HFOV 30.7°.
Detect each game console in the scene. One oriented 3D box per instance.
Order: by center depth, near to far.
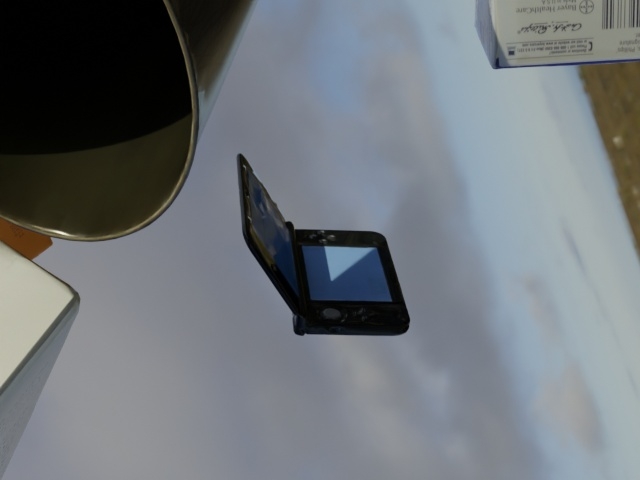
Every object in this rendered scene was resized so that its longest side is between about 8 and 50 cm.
[{"bbox_3d":[0.000,0.000,0.743,0.122,0.107,0.071,-100,14,-60],"label":"game console"}]

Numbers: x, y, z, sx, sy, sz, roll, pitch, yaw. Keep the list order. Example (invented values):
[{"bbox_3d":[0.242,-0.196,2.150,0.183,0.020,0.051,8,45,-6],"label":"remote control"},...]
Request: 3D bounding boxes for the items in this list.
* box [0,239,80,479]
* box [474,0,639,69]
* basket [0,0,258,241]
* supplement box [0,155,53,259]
[{"bbox_3d":[-0.245,0.088,0.403,0.215,0.345,0.168,35,-126,-3],"label":"box"},{"bbox_3d":[0.162,-0.157,0.720,0.137,0.126,0.072,-82,-11,-68],"label":"box"},{"bbox_3d":[-0.088,-0.150,0.518,0.204,0.154,0.226,88,-162,-48],"label":"basket"},{"bbox_3d":[-0.180,-0.034,0.576,0.098,0.036,0.062,44,161,27],"label":"supplement box"}]
